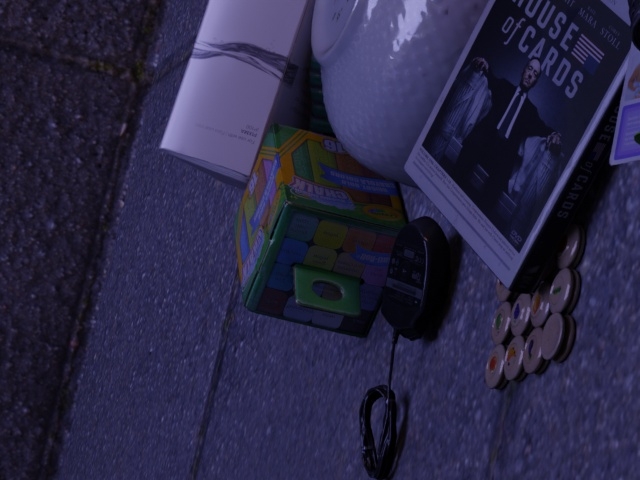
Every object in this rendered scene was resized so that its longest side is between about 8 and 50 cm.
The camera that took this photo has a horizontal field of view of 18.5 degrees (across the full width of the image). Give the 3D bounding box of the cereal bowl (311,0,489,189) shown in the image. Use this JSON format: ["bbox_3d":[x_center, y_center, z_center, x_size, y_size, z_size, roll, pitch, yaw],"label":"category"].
[{"bbox_3d":[0.083,-0.224,1.836,0.339,0.141,0.339,-166,90,-74],"label":"cereal bowl"}]

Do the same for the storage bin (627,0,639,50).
[{"bbox_3d":[0.270,-0.186,1.165,0.180,0.122,0.084,122,157,-47],"label":"storage bin"}]

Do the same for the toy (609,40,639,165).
[{"bbox_3d":[0.245,-0.177,1.339,0.137,0.056,0.237,-12,66,57],"label":"toy"}]

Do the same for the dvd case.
[{"bbox_3d":[0.163,-0.106,1.512,0.179,0.029,0.239,52,125,46],"label":"dvd case"}]

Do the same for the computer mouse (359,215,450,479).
[{"bbox_3d":[0.079,0.098,1.758,0.071,0.041,0.242,25,106,58],"label":"computer mouse"}]

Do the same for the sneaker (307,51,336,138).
[{"bbox_3d":[0.025,-0.172,2.087,0.098,0.083,0.224,-80,5,-62],"label":"sneaker"}]

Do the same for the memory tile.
[{"bbox_3d":[0.164,0.053,1.525,0.148,0.012,0.113,143,140,-65],"label":"memory tile"}]

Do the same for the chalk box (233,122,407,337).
[{"bbox_3d":[0.000,0.000,1.934,0.213,0.132,0.132,-103,31,-58],"label":"chalk box"}]

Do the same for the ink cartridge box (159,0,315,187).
[{"bbox_3d":[-0.051,-0.194,2.124,0.207,0.117,0.283,27,-99,-72],"label":"ink cartridge box"}]
